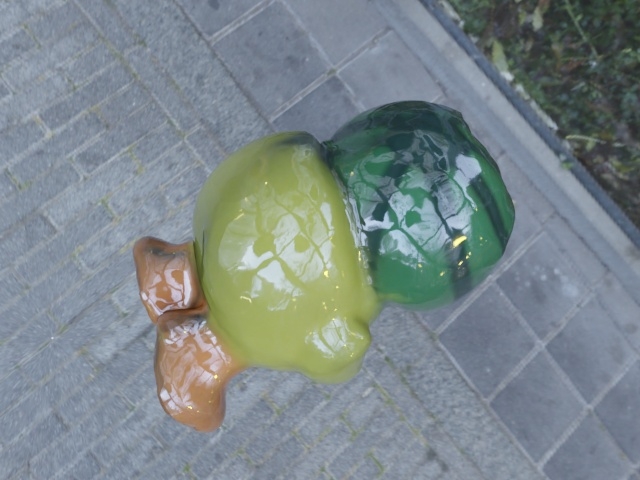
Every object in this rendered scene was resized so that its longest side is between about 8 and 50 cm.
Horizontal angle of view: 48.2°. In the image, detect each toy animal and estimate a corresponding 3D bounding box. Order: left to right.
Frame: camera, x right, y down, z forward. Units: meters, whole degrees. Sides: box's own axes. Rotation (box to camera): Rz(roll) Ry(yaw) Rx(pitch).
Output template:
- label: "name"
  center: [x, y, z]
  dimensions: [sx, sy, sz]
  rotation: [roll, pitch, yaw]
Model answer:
- label: "toy animal"
  center: [0.001, -0.002, 0.605]
  dimensions: [0.338, 0.191, 0.216]
  rotation: [-24, 51, -3]
